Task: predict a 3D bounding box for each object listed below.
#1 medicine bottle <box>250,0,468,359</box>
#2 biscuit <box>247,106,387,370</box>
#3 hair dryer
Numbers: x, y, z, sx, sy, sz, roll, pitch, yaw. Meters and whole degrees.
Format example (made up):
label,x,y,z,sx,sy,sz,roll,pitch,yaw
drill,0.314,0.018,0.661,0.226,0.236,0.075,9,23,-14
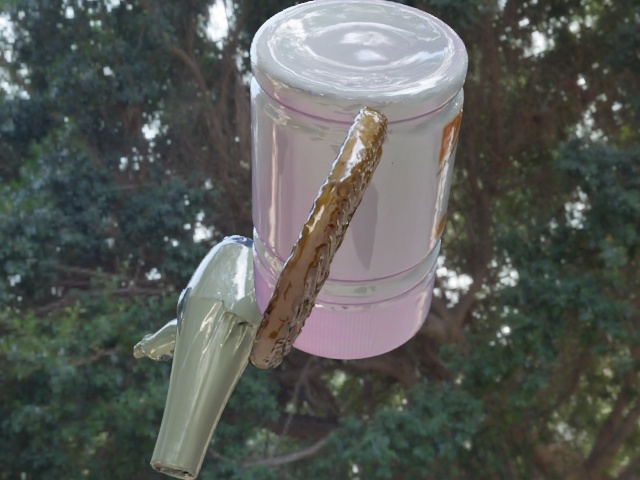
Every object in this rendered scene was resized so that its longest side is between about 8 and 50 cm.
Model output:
label,x,y,z,sx,sy,sz,roll,pitch,yaw
medicine bottle,0.030,-0.059,0.958,0.202,0.202,0.316,-7,-49,-12
biscuit,0.001,0.000,0.629,0.027,0.188,0.188,26,-31,2
hair dryer,-0.170,0.172,1.177,0.119,0.296,0.298,29,-51,-23
